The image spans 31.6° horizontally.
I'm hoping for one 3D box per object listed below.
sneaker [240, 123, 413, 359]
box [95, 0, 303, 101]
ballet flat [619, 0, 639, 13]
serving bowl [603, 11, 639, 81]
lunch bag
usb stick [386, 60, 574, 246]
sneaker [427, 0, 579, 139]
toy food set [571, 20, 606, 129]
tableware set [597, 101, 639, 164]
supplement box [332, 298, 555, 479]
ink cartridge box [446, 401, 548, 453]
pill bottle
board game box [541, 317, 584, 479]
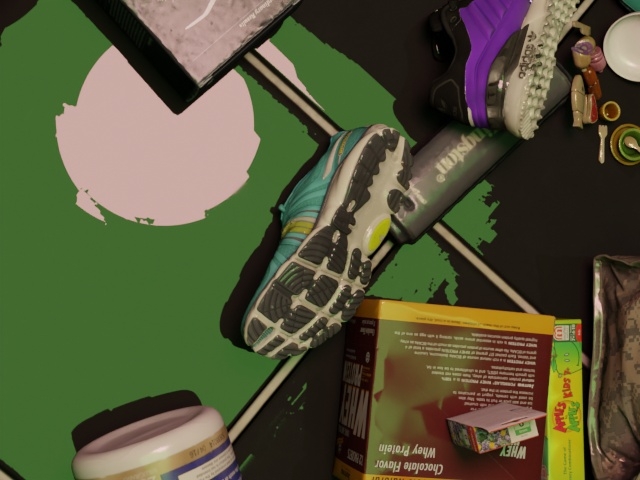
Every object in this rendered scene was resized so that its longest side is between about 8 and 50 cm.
[{"bbox_3d":[0.000,0.000,1.181,0.107,0.110,0.275,41,73,-35],"label":"sneaker"},{"bbox_3d":[-0.143,-0.269,1.152,0.153,0.108,0.207,-42,98,-11],"label":"box"},{"bbox_3d":[0.419,-0.254,1.310,0.188,0.070,0.070,46,79,-10],"label":"ballet flat"},{"bbox_3d":[0.368,-0.225,1.295,0.083,0.083,0.027,45,37,-8],"label":"serving bowl"},{"bbox_3d":[0.428,0.160,1.238,0.235,0.169,0.287,3,88,-20],"label":"lunch bag"},{"bbox_3d":[0.167,-0.106,1.252,0.278,0.045,0.077,-43,98,-11],"label":"usb stick"},{"bbox_3d":[0.192,-0.250,1.233,0.146,0.102,0.293,9,63,24],"label":"sneaker"},{"bbox_3d":[0.305,-0.186,1.281,0.078,0.019,0.122,-2,90,-58],"label":"toy food set"},{"bbox_3d":[0.395,-0.138,1.317,0.154,0.024,0.104,1,88,-13],"label":"tableware set"},{"bbox_3d":[0.125,0.165,1.190,0.191,0.129,0.194,6,87,-13],"label":"supplement box"},{"bbox_3d":[0.169,0.179,1.073,0.063,0.115,0.029,-14,91,-13],"label":"ink cartridge box"},{"bbox_3d":[-0.130,0.307,1.097,0.153,0.153,0.265,-19,93,-13],"label":"pill bottle"},{"bbox_3d":[0.248,0.176,1.238,0.043,0.092,0.181,-1,88,-12],"label":"board game box"}]
